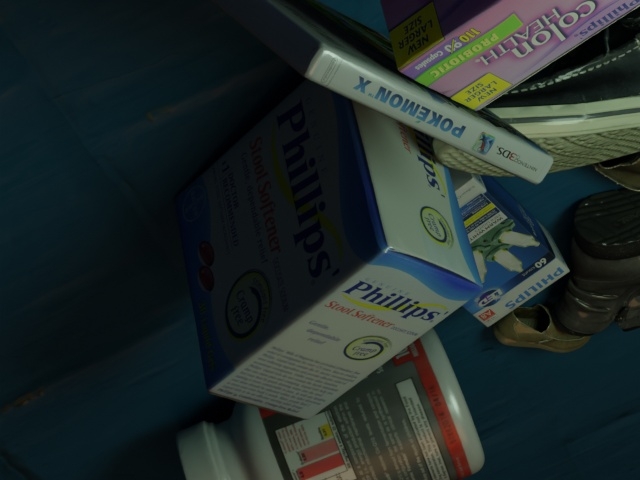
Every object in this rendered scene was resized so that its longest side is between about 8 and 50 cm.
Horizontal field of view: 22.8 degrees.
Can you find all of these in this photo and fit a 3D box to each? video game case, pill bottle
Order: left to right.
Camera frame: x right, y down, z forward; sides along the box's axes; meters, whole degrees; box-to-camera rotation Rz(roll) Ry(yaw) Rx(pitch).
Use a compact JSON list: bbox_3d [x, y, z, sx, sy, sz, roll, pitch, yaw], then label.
[{"bbox_3d":[0.011,0.263,2.059,0.362,0.210,0.210,-21,140,-1],"label":"pill bottle"},{"bbox_3d":[0.024,-0.177,1.490,0.300,0.329,0.036,21,105,-39],"label":"video game case"}]

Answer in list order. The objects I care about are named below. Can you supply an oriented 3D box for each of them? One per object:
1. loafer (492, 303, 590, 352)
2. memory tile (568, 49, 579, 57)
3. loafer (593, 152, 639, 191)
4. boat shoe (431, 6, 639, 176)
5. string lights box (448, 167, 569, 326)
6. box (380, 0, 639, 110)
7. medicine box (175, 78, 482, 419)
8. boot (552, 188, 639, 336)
[{"bbox_3d":[0.306,0.117,2.145,0.148,0.056,0.050,-1,142,-23],"label":"loafer"},{"bbox_3d":[0.315,-0.267,1.755,0.148,0.012,0.113,-38,138,18],"label":"memory tile"},{"bbox_3d":[0.351,-0.110,1.887,0.094,0.087,0.251,-42,136,22],"label":"loafer"},{"bbox_3d":[0.330,-0.181,1.710,0.500,0.156,0.187,-16,173,-22],"label":"boat shoe"},{"bbox_3d":[0.182,-0.006,1.938,0.133,0.077,0.259,-36,138,15],"label":"string lights box"},{"bbox_3d":[0.154,-0.278,1.380,0.213,0.243,0.117,-32,147,32],"label":"box"},{"bbox_3d":[0.000,0.000,1.691,0.149,0.263,0.289,19,134,-38],"label":"medicine box"},{"bbox_3d":[0.475,0.018,2.085,0.338,0.118,0.223,-5,142,-3],"label":"boot"}]
